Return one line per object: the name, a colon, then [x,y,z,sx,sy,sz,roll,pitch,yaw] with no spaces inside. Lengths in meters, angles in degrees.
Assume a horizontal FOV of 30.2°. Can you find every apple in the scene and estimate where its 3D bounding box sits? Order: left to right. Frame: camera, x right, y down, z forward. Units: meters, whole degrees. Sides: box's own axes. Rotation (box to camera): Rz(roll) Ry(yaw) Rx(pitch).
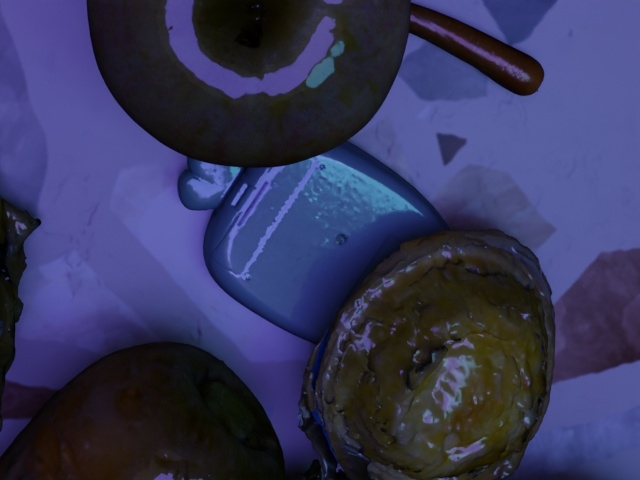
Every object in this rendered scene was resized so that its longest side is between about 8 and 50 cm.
apple: [-0.056,-0.185,0.948,0.257,0.234,0.257,-1,104,-4]

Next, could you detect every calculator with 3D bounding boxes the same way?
calculator: [0.000,0.000,1.103,0.295,0.042,0.184,31,99,-15]

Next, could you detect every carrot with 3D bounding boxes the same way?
carrot: [-0.199,0.252,1.060,0.341,0.224,0.224,-41,106,13]
carrot: [0.118,-0.184,1.076,0.190,0.037,0.037,26,101,-9]

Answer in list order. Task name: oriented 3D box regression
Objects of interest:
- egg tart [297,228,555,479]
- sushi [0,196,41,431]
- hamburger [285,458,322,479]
egg tart: [0.114,0.130,1.086,0.291,0.107,0.291,-9,113,-23]
sushi: [-0.309,0.025,0.999,0.139,0.131,0.291,-6,68,-8]
hamburger: [-0.018,0.267,1.134,0.087,0.176,0.102,-22,74,2]
